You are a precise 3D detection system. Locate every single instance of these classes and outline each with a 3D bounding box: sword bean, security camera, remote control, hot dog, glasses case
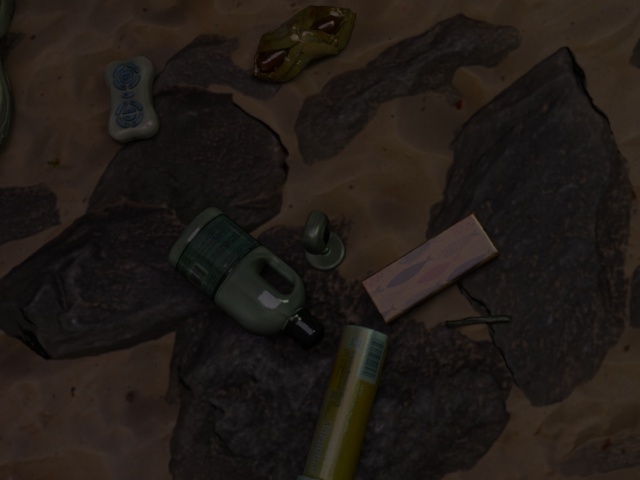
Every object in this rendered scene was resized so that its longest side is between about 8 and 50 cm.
[{"bbox_3d":[0.197,0.100,1.446,0.083,0.012,0.012,-6,73,10],"label":"sword bean"},{"bbox_3d":[0.000,0.000,1.470,0.058,0.092,0.058,-3,73,9],"label":"security camera"},{"bbox_3d":[-0.264,-0.197,1.610,0.074,0.032,0.122,-11,73,8],"label":"remote control"},{"bbox_3d":[-0.025,-0.271,1.569,0.169,0.061,0.078,-35,72,0],"label":"hot dog"},{"bbox_3d":[0.138,0.036,1.461,0.170,0.041,0.064,-32,82,0],"label":"glasses case"}]

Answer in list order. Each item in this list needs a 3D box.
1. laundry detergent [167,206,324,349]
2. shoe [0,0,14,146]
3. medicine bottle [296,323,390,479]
[{"bbox_3d":[-0.087,0.057,1.483,0.225,0.070,0.099,38,78,19],"label":"laundry detergent"},{"bbox_3d":[-0.519,-0.276,1.589,0.132,0.210,0.342,-4,74,10],"label":"shoe"},{"bbox_3d":[0.030,0.215,1.416,0.074,0.074,0.218,13,75,14],"label":"medicine bottle"}]
